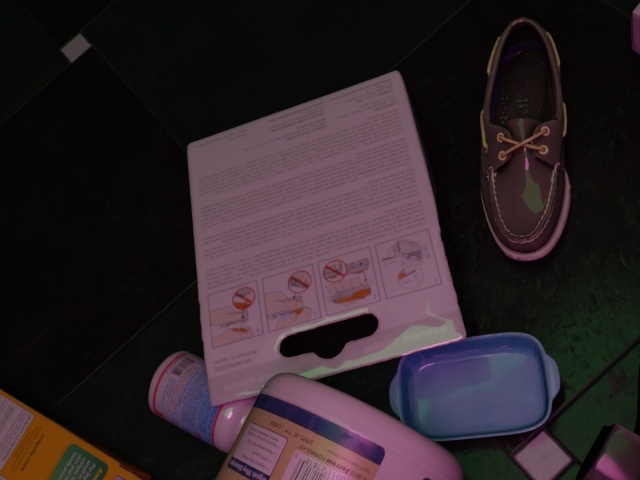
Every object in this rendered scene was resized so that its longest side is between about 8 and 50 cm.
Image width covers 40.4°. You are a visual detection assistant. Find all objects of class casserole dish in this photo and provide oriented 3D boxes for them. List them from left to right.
[{"bbox_3d":[0.172,0.166,0.968,0.188,0.037,0.114,-11,62,17],"label":"casserole dish"}]

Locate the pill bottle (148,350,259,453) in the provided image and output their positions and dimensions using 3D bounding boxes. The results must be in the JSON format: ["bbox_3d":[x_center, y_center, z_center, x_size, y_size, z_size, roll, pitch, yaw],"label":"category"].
[{"bbox_3d":[-0.120,0.199,1.035,0.160,0.087,0.087,21,75,28],"label":"pill bottle"}]

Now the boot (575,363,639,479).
[{"bbox_3d":[0.416,0.194,0.783,0.280,0.096,0.264,30,80,13],"label":"boot"}]

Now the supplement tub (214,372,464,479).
[{"bbox_3d":[-0.019,0.316,0.855,0.228,0.228,0.316,20,74,28],"label":"supplement tub"}]

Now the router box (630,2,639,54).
[{"bbox_3d":[0.590,-0.279,0.995,0.335,0.082,0.301,38,83,31],"label":"router box"}]

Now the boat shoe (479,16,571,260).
[{"bbox_3d":[0.243,-0.127,1.050,0.109,0.091,0.305,-3,65,20],"label":"boat shoe"}]

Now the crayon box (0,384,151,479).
[{"bbox_3d":[-0.354,0.326,1.067,0.323,0.083,0.203,21,74,29],"label":"crayon box"}]

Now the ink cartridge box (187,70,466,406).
[{"bbox_3d":[0.000,0.000,1.078,0.308,0.091,0.385,-17,59,12],"label":"ink cartridge box"}]
